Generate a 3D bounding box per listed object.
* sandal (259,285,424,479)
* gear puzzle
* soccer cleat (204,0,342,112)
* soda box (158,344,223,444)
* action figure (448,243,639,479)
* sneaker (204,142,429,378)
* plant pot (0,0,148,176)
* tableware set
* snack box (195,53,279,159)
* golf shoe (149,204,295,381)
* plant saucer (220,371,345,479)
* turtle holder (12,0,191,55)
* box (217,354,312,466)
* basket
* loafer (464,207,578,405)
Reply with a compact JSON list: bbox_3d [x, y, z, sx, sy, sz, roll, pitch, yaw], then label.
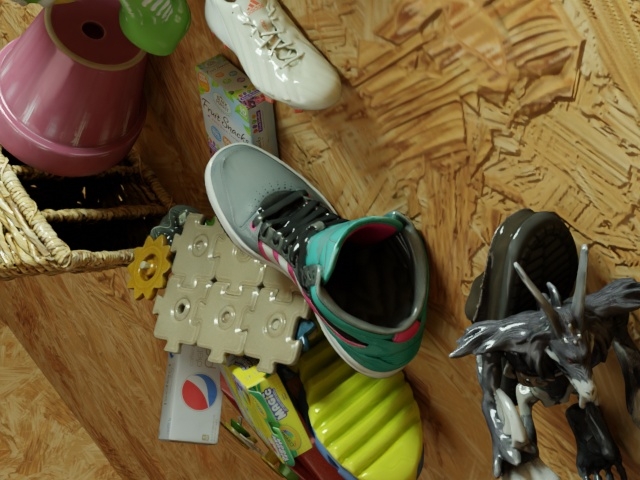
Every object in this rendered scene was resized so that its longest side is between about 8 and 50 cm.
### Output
[{"bbox_3d":[0.014,0.174,1.251,0.317,0.126,0.138,53,160,35],"label":"sandal"},{"bbox_3d":[-0.118,0.056,1.256,0.339,0.175,0.044,5,166,43],"label":"gear puzzle"},{"bbox_3d":[-0.051,-0.189,0.996,0.196,0.068,0.076,46,150,34],"label":"soccer cleat"},{"bbox_3d":[-0.179,0.183,1.540,0.069,0.074,0.216,158,119,-66],"label":"soda box"},{"bbox_3d":[0.191,0.127,0.794,0.275,0.164,0.141,74,174,-51],"label":"action figure"},{"bbox_3d":[0.000,0.000,1.042,0.295,0.124,0.178,47,160,6],"label":"sneaker"},{"bbox_3d":[-0.298,-0.207,1.327,0.201,0.201,0.180,54,140,11],"label":"plant pot"},{"bbox_3d":[-0.083,0.289,1.498,0.104,0.024,0.154,48,164,-19],"label":"tableware set"},{"bbox_3d":[-0.089,-0.121,1.185,0.100,0.037,0.141,41,150,34],"label":"snack box"},{"bbox_3d":[-0.109,0.067,1.412,0.273,0.105,0.120,53,-177,4],"label":"golf shoe"},{"bbox_3d":[-0.025,0.287,1.462,0.259,0.048,0.258,29,157,50],"label":"plant saucer"},{"bbox_3d":[-0.261,-0.344,1.070,0.320,0.243,0.227,16,169,-1],"label":"turtle holder"},{"bbox_3d":[-0.066,0.183,1.226,0.105,0.043,0.179,66,168,-18],"label":"box"},{"bbox_3d":[-0.336,-0.062,1.447,0.223,0.299,0.213,-8,88,30],"label":"basket"},{"bbox_3d":[0.149,0.052,0.870,0.078,0.080,0.220,41,151,33],"label":"loafer"}]
